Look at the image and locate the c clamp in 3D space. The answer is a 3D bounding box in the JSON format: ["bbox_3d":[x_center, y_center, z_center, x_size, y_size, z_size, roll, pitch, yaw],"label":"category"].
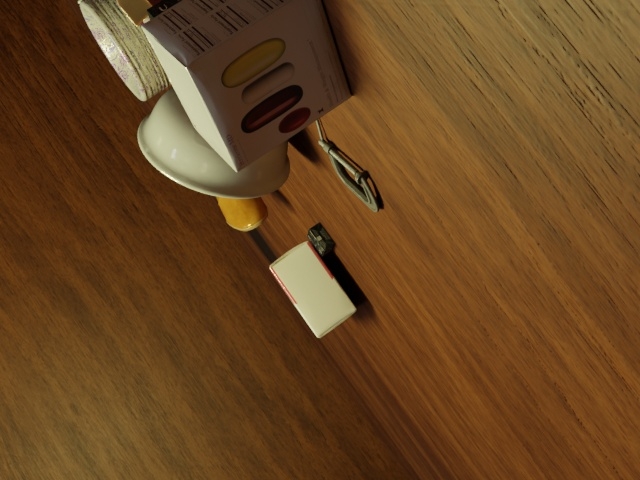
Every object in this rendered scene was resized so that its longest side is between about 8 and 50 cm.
[{"bbox_3d":[0.044,-0.118,1.424,0.161,0.022,0.137,48,167,36],"label":"c clamp"}]

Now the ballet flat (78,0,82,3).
[{"bbox_3d":[-0.662,-0.782,2.189,0.147,0.147,0.409,38,159,56],"label":"ballet flat"}]

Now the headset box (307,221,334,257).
[{"bbox_3d":[0.000,0.000,1.938,0.062,0.032,0.083,54,170,9],"label":"headset box"}]

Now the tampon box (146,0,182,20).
[{"bbox_3d":[-0.212,-0.367,1.520,0.161,0.120,0.101,49,166,31],"label":"tampon box"}]

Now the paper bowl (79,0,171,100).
[{"bbox_3d":[-0.462,-0.504,2.115,0.284,0.148,0.284,53,169,15],"label":"paper bowl"}]

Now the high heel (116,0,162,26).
[{"bbox_3d":[-0.282,-0.416,1.836,0.377,0.127,0.181,55,-161,-20],"label":"high heel"}]

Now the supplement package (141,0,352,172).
[{"bbox_3d":[-0.097,-0.246,1.169,0.149,0.203,0.194,46,166,42],"label":"supplement package"}]

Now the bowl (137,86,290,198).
[{"bbox_3d":[-0.182,-0.219,1.584,0.298,0.297,0.134,49,134,31],"label":"bowl"}]

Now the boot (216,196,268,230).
[{"bbox_3d":[-0.240,-0.159,2.098,0.211,0.104,0.295,63,171,-32],"label":"boot"}]

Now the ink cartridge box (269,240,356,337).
[{"bbox_3d":[-0.020,0.121,2.081,0.207,0.117,0.283,54,177,3],"label":"ink cartridge box"}]
